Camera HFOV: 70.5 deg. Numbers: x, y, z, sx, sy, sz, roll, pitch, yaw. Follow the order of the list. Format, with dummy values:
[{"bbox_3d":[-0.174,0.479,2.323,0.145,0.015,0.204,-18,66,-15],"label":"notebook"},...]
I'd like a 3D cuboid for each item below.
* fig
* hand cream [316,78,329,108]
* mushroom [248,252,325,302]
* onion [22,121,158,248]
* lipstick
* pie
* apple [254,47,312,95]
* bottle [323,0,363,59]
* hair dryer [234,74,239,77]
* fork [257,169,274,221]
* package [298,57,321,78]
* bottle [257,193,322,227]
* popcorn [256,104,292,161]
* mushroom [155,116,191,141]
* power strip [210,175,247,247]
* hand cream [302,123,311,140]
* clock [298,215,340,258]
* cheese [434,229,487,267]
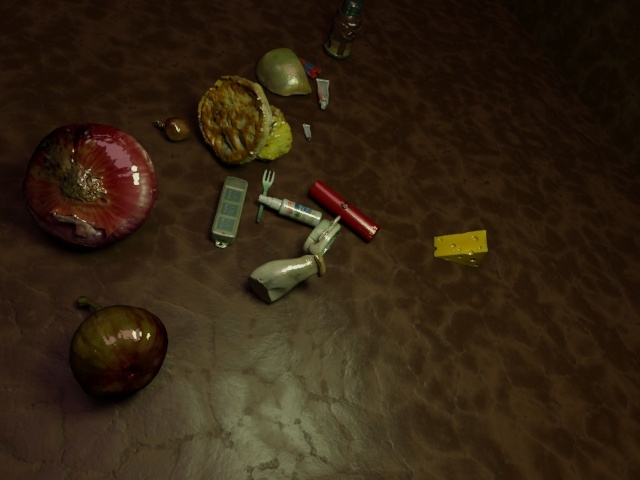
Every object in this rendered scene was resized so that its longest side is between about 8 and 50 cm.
[{"bbox_3d":[-0.514,0.216,1.087,0.217,0.216,0.321,-28,50,-33],"label":"fig"},{"bbox_3d":[0.010,-0.641,1.968,0.052,0.038,0.216,29,41,-30],"label":"hand cream"},{"bbox_3d":[-0.099,0.095,1.324,0.225,0.116,0.093,-30,30,-5],"label":"mushroom"},{"bbox_3d":[-0.626,-0.151,1.275,0.349,0.285,0.346,0,92,-1],"label":"onion"},{"bbox_3d":[0.083,-0.104,1.590,0.280,0.073,0.073,38,53,7],"label":"lipstick"},{"bbox_3d":[-0.290,-0.404,1.542,0.315,0.315,0.092,50,29,17],"label":"pie"},{"bbox_3d":[-0.171,-0.717,1.906,0.194,0.120,0.264,-22,63,-19],"label":"apple"},{"bbox_3d":[0.114,-0.991,2.096,0.143,0.271,0.156,-31,71,-34],"label":"bottle"},{"bbox_3d":[-0.328,-0.644,1.849,0.063,0.037,0.114,-22,59,-30],"label":"hair dryer"},{"bbox_3d":[-0.196,-0.151,1.556,0.039,0.021,0.234,13,54,-6],"label":"fork"},{"bbox_3d":[-0.098,-0.796,2.042,0.201,0.022,0.083,31,53,2],"label":"package"},{"bbox_3d":[-0.104,-0.104,1.523,0.218,0.060,0.060,19,52,-9],"label":"bottle"},{"bbox_3d":[-0.193,-0.385,1.639,0.198,0.155,0.197,9,66,-20],"label":"popcorn"},{"bbox_3d":[-0.520,-0.394,1.578,0.130,0.073,0.088,18,82,-4],"label":"mushroom"},{"bbox_3d":[-0.294,-0.099,1.462,0.078,0.052,0.271,14,53,-11],"label":"power strip"},{"bbox_3d":[-0.052,-0.430,1.808,0.030,0.019,0.093,2,49,-16],"label":"hand cream"},{"bbox_3d":[0.000,0.000,1.409,0.062,0.191,0.151,36,52,7],"label":"clock"},{"bbox_3d":[0.500,0.027,1.646,0.171,0.126,0.093,5,59,6],"label":"cheese"}]
